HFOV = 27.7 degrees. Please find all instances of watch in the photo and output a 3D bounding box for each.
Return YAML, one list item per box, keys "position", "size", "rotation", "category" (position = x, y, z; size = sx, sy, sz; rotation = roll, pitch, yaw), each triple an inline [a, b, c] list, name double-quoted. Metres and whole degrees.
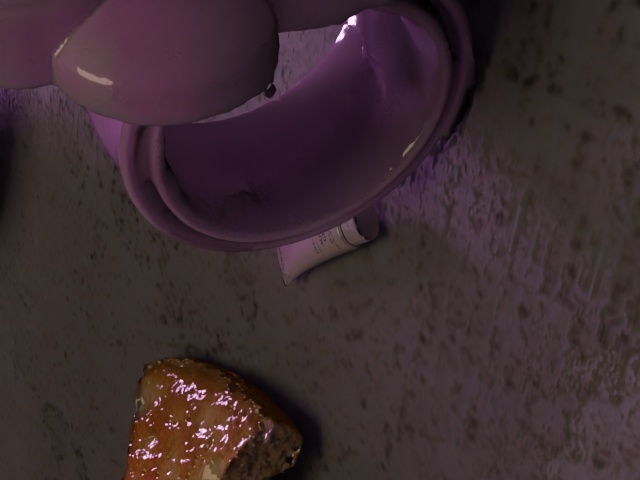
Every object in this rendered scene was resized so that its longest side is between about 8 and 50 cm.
- position: [-0.045, -0.089, 0.638]
  size: [0.211, 0.248, 0.217]
  rotation: [54, 158, 38]
  category: "watch"

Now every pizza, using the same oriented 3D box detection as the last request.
- position: [-0.087, 0.176, 0.940]
  size: [0.188, 0.081, 0.204]
  rotation: [-65, 30, 8]
  category: "pizza"

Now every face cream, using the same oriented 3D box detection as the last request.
- position: [0.000, 0.000, 0.805]
  size: [0.115, 0.020, 0.038]
  rotation: [-24, 78, 59]
  category: "face cream"
